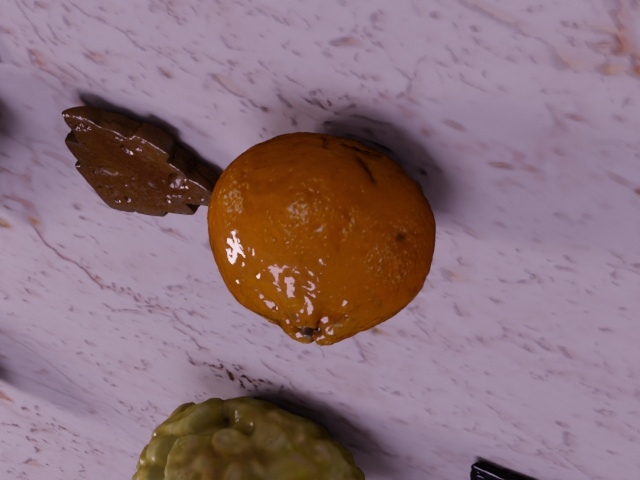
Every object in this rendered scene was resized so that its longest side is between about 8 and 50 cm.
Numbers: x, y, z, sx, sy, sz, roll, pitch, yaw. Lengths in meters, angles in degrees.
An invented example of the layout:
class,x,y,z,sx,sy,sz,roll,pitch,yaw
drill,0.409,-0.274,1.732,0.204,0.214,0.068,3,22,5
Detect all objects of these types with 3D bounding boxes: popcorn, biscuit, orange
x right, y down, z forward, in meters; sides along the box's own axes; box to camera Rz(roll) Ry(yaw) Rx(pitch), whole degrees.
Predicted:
class,x,y,z,sx,sy,sz,roll,pitch,yaw
popcorn,-0.057,0.242,1.369,0.235,0.181,0.217,37,156,-12
biscuit,-0.124,-0.049,1.047,0.119,0.019,0.130,31,155,-11
orange,-0.002,-0.001,0.906,0.135,0.117,0.135,21,148,14

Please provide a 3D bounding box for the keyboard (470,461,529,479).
class,x,y,z,sx,sy,sz,roll,pitch,yaw
keyboard,0.239,0.241,1.272,0.250,0.017,0.087,19,153,15
